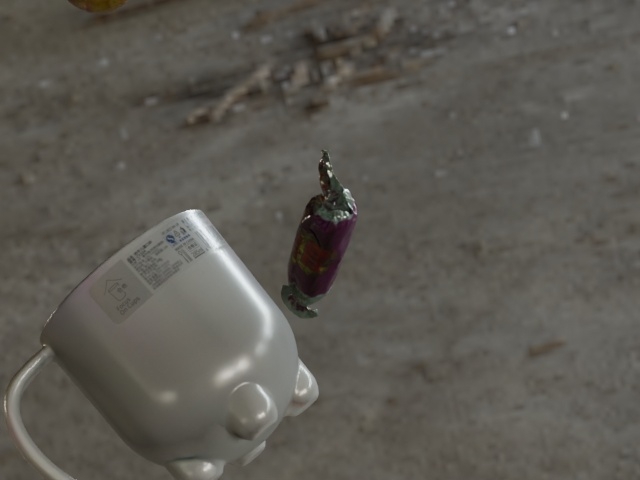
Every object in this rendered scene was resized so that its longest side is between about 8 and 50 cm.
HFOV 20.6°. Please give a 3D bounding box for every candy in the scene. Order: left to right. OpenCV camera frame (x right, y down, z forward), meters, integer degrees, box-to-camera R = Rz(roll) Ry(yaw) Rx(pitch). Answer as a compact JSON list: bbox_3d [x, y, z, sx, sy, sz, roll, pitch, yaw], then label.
[{"bbox_3d":[0.000,0.000,1.338,0.043,0.175,0.045,-28,63,-34],"label":"candy"}]

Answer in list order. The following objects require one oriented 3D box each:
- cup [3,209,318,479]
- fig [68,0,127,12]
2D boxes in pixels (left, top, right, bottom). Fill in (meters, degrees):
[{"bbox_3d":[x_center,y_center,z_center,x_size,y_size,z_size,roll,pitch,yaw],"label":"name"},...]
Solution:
[{"bbox_3d":[-0.096,0.084,1.113,0.173,0.142,0.134,-29,-14,-47],"label":"cup"},{"bbox_3d":[-0.133,-0.161,1.078,0.050,0.050,0.083,-12,1,3],"label":"fig"}]
